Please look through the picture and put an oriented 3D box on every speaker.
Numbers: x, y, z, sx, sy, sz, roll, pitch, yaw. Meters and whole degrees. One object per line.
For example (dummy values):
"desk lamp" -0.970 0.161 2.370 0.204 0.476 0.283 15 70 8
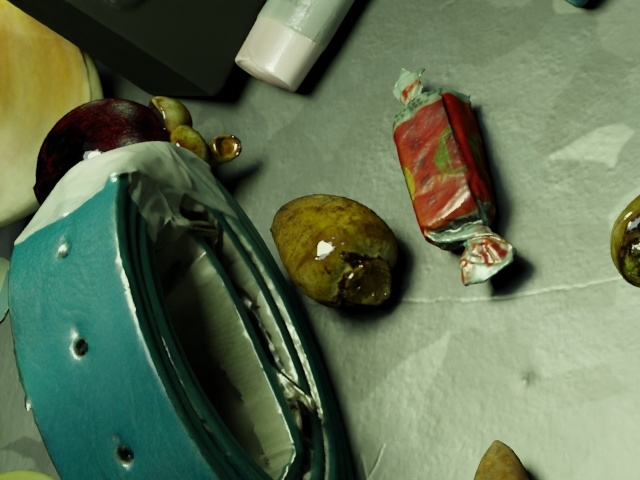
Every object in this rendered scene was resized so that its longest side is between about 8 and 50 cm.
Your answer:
"speaker" -0.183 -0.323 1.897 0.184 0.232 0.254 9 69 58

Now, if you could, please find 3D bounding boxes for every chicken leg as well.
"chicken leg" 0.323 -0.031 1.428 0.178 0.070 0.093 -45 49 -5

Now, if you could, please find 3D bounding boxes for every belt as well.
"belt" -0.126 0.117 1.530 0.173 0.300 0.436 -35 62 19

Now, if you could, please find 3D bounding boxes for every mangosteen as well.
"mangosteen" -0.196 -0.071 1.819 0.230 0.194 0.194 -21 48 -2

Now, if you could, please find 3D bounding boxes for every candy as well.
"candy" 0.122 -0.069 1.619 0.086 0.059 0.292 -35 46 24

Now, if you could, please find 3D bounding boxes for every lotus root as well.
"lotus root" 0.000 0.000 1.661 0.108 0.094 0.191 -25 34 -21

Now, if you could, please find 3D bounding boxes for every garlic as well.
"garlic" -0.399 -0.162 2.016 0.286 0.249 0.313 2 86 24

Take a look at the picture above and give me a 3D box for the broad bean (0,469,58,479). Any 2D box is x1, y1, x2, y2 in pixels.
"broad bean" -0.358 0.353 1.725 0.263 0.121 0.189 -52 47 -1

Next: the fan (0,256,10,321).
"fan" -0.412 0.045 2.042 0.113 0.005 0.175 -24 51 28

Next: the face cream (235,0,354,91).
"face cream" 0.005 -0.293 1.847 0.269 0.073 0.107 -59 32 -5

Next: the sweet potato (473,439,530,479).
"sweet potato" 0.129 0.320 1.349 0.114 0.092 0.341 -13 55 55

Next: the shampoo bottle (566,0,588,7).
"shampoo bottle" 0.307 -0.350 1.634 0.258 0.061 0.104 -48 45 6
